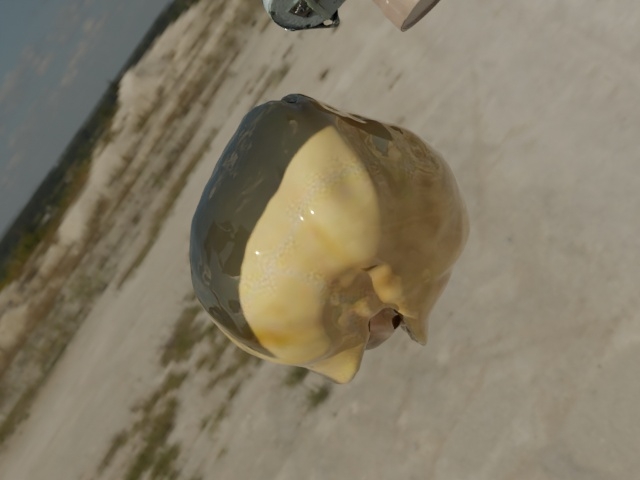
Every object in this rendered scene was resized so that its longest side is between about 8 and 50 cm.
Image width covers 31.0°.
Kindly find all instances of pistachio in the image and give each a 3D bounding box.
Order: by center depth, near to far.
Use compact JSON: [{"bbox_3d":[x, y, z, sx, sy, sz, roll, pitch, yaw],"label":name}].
[{"bbox_3d":[0.000,0.000,0.966,0.229,0.238,0.321,-20,-6,-10],"label":"pistachio"}]

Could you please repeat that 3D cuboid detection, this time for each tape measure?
[{"bbox_3d":[-0.015,-0.258,1.195,0.091,0.094,0.054,-59,40,45],"label":"tape measure"}]

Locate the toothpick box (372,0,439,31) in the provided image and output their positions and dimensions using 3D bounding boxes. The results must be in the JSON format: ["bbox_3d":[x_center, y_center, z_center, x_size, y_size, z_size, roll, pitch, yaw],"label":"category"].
[{"bbox_3d":[0.053,-0.274,1.044,0.098,0.149,0.098,-45,-5,-5],"label":"toothpick box"}]
